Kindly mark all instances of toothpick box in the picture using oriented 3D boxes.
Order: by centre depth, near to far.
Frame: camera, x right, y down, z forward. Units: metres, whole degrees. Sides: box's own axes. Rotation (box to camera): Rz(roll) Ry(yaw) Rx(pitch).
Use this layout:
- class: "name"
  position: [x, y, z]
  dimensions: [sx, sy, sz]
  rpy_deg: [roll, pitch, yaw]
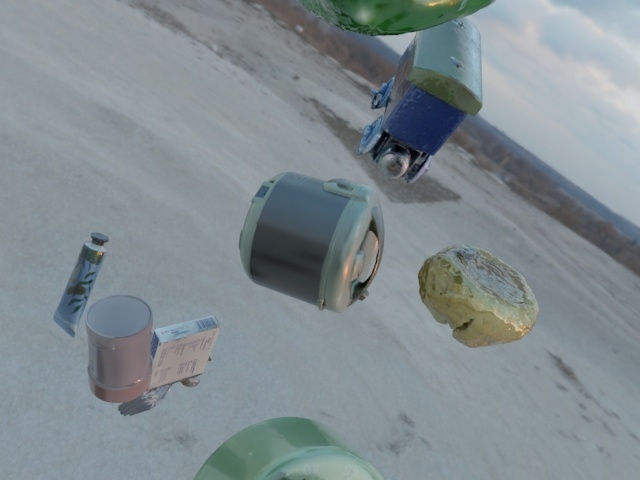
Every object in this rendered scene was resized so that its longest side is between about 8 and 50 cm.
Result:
- class: "toothpick box"
  position: [-0.317, 0.172, 0.838]
  dimensions: [0.099, 0.148, 0.098]
  rpy_deg: [10, 34, -7]

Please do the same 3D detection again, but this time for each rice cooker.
- class: "rice cooker"
  position: [0.000, 0.000, 1.348]
  dimensions: [0.326, 0.334, 0.335]
  rpy_deg: [17, 14, 17]

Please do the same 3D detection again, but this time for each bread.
- class: "bread"
  position: [0.291, 0.108, 1.016]
  dimensions: [0.245, 0.134, 0.244]
  rpy_deg: [20, 31, -13]

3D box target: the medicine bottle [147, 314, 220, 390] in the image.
- class: "medicine bottle"
  position: [-0.354, 0.288, 1.346]
  dimensions: [0.171, 0.201, 0.052]
  rpy_deg: [-11, 48, -39]

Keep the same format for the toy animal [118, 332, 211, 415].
- class: "toy animal"
  position: [-0.486, 0.325, 1.588]
  dimensions: [0.302, 0.283, 0.225]
  rpy_deg: [-8, 21, -8]

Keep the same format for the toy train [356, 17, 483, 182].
- class: "toy train"
  position: [0.164, -0.230, 0.839]
  dimensions: [0.131, 0.202, 0.299]
  rpy_deg: [27, 42, -10]

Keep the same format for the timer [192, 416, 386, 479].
- class: "timer"
  position: [0.012, 0.375, 0.596]
  dimensions: [0.291, 0.290, 0.315]
  rpy_deg: [27, -18, -22]

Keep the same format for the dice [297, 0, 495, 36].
- class: "dice"
  position: [0.058, -0.346, 0.352]
  dimensions: [0.297, 0.300, 0.287]
  rpy_deg: [57, -3, 23]

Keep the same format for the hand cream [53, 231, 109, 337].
- class: "hand cream"
  position: [-0.602, 0.109, 1.332]
  dimensions: [0.091, 0.271, 0.058]
  rpy_deg: [30, 10, 21]
